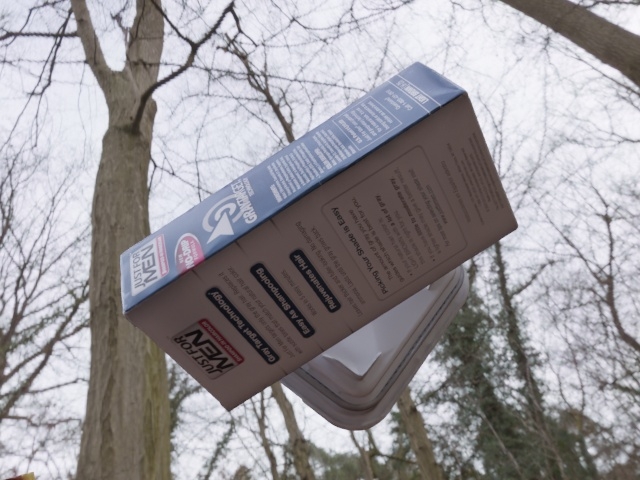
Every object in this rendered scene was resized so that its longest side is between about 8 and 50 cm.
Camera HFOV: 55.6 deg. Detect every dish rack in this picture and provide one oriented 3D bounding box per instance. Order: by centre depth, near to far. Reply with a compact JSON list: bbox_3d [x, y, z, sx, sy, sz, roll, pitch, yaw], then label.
[{"bbox_3d":[0.005,0.038,0.775,0.285,0.333,0.072,-49,-15,-24],"label":"dish rack"}]

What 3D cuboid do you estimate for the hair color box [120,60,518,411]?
[{"bbox_3d":[0.000,0.000,0.594,0.347,0.105,0.174,-33,-54,1],"label":"hair color box"}]

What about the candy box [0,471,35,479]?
[{"bbox_3d":[-0.513,0.489,0.993,0.053,0.186,0.109,-27,-18,23],"label":"candy box"}]
